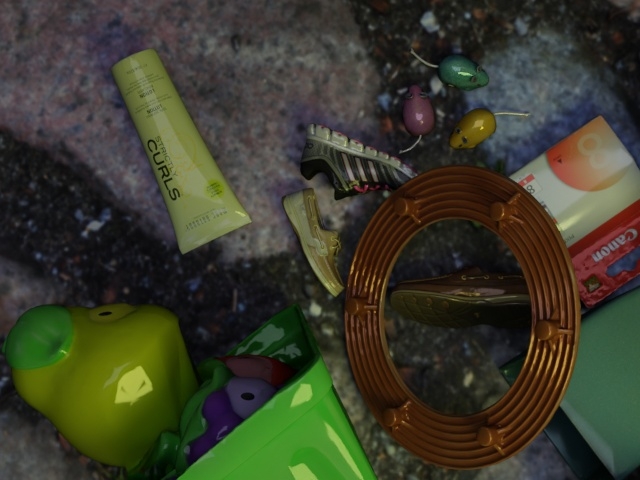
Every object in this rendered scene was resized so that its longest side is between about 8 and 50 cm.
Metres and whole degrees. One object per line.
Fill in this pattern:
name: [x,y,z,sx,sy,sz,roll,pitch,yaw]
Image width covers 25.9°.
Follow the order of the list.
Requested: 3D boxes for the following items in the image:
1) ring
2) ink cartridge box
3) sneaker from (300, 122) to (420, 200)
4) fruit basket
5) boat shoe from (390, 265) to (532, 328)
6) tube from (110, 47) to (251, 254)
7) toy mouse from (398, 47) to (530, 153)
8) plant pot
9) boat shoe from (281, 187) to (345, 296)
ring: [0.140,0.084,1.533,0.337,0.032,0.336,-1,89,45]
ink cartridge box: [0.317,-0.034,1.625,0.145,0.045,0.179,-34,76,1]
sneaker: [0.049,-0.074,1.646,0.170,0.063,0.074,24,90,8]
fruit basket: [-0.135,0.163,1.484,0.283,0.392,0.392,-39,84,0]
boat shoe: [0.171,0.063,1.631,0.178,0.064,0.060,2,53,6]
tube: [-0.173,-0.111,1.666,0.070,0.062,0.240,-25,89,42]
toy mouse: [0.146,-0.173,1.661,0.161,0.031,0.143,-30,84,1]
plant pot: [0.353,0.136,1.560,0.234,0.166,0.165,-36,84,-7]
boat shoe: [0.000,0.000,1.647,0.045,0.050,0.135,-27,84,7]
